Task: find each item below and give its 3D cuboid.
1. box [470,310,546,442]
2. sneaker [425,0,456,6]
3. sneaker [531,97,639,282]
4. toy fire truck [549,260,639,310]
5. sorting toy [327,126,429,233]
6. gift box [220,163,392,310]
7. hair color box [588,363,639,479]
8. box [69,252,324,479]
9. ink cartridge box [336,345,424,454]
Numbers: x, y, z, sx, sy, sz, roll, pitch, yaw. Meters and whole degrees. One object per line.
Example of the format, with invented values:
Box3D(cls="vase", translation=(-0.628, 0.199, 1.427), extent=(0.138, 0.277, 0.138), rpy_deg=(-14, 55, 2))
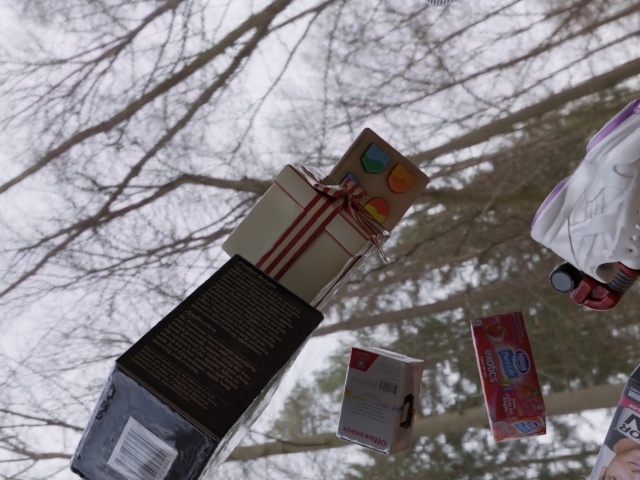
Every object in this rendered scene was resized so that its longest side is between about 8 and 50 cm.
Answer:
Box3D(cls="box", translation=(0.419, 0.303, 2.024), extent=(0.128, 0.122, 0.257), rpy_deg=(69, -167, -52))
Box3D(cls="sneaker", translation=(0.395, -0.657, 2.209), extent=(0.161, 0.282, 0.102), rpy_deg=(-43, -57, -34))
Box3D(cls="sneaker", translation=(0.376, -0.060, 1.090), extent=(0.114, 0.305, 0.152), rpy_deg=(-36, -108, -29))
Box3D(cls="toy fire truck", translation=(0.630, 0.057, 1.837), extent=(0.246, 0.217, 0.158), rpy_deg=(37, -132, 15))
Box3D(cls="sorting toy", translation=(0.125, -0.126, 2.087), extent=(0.208, 0.038, 0.193), rpy_deg=(38, -91, -16))
Box3D(cls="gift box", translation=(0.000, 0.000, 1.872), extent=(0.276, 0.258, 0.255), rpy_deg=(42, -167, 5))
Box3D(cls="hair color box", translation=(0.663, 0.414, 1.783), extent=(0.113, 0.185, 0.375), rpy_deg=(-35, -38, -38))
Box3D(cls="box", translation=(-0.211, 0.260, 1.604), extent=(0.212, 0.294, 0.395), rpy_deg=(35, -145, 7))
Box3D(cls="ink cartridge box", translation=(0.111, 0.298, 1.704), extent=(0.072, 0.127, 0.175), rpy_deg=(7, -86, -54))
